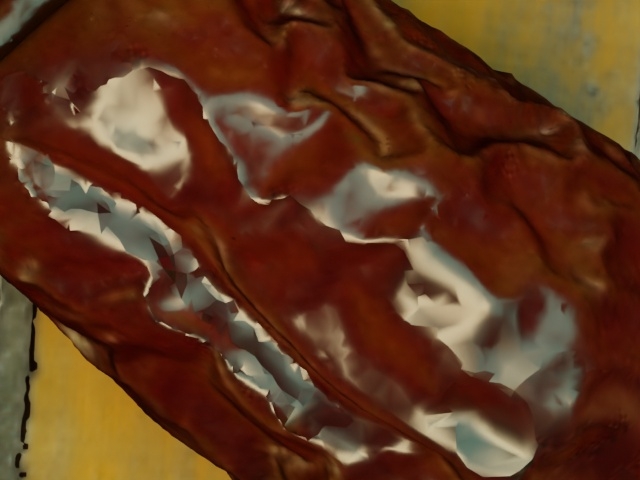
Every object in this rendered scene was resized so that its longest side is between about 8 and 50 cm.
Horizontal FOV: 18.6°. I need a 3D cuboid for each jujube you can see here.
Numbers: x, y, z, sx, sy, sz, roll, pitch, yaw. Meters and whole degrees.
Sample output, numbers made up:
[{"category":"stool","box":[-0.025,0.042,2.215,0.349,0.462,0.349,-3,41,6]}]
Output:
[{"category":"jujube","box":[0.000,0.000,0.780,0.342,0.216,0.216,36,79,-15]}]
